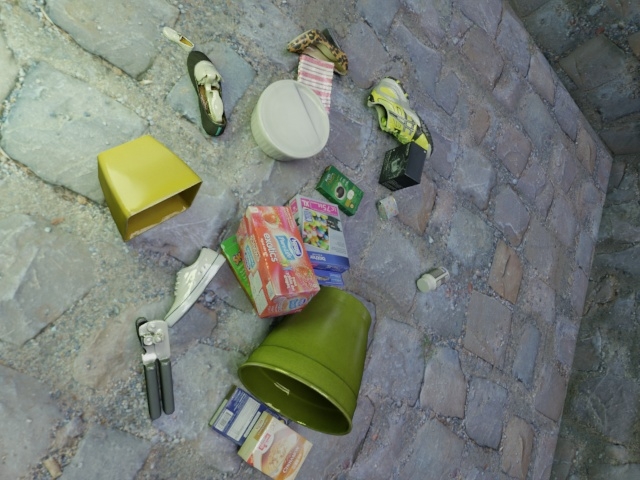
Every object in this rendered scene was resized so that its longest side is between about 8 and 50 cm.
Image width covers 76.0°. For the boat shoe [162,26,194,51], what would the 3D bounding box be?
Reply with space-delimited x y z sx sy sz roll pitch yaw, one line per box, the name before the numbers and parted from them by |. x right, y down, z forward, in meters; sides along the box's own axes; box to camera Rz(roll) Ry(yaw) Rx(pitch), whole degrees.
boat shoe | -0.438 -0.627 1.268 0.100 0.035 0.035 34 67 -26

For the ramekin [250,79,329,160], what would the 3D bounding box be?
ramekin | -0.112 -0.397 1.404 0.273 0.127 0.272 4 82 -33

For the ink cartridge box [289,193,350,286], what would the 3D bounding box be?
ink cartridge box | 0.000 0.000 1.407 0.186 0.065 0.310 11 59 -35

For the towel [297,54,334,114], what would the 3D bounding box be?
towel | -0.019 -0.571 1.519 0.144 0.029 0.196 0 100 -32

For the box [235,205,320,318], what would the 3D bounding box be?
box | -0.136 0.059 1.213 0.142 0.154 0.299 -3 57 -32

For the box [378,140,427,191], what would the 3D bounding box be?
box | 0.336 -0.301 1.674 0.093 0.158 0.155 25 71 -29

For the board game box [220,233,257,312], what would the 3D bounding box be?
board game box | -0.217 0.095 1.332 0.124 0.039 0.259 -35 105 -32

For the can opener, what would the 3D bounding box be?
can opener | -0.449 0.346 1.126 0.074 0.093 0.280 -9 98 -32

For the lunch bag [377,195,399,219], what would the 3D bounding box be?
lunch bag | 0.274 -0.135 1.678 0.071 0.053 0.083 -30 111 -30

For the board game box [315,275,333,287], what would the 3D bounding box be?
board game box | -0.050 0.133 1.399 0.154 0.103 0.026 21 73 -31

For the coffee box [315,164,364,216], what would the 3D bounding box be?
coffee box | 0.076 -0.188 1.558 0.184 0.040 0.113 36 66 -26

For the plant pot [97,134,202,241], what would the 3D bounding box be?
plant pot | -0.476 -0.151 1.097 0.212 0.212 0.187 -36 92 -31

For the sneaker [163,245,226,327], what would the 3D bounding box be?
sneaker | -0.385 0.131 1.196 0.091 0.094 0.258 35 61 -6

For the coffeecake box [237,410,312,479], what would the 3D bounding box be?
coffeecake box | -0.136 0.643 1.263 0.185 0.068 0.142 45 64 -24

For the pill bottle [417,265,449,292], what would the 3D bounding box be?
pill bottle | 0.486 0.170 1.768 0.137 0.078 0.078 -22 97 -33

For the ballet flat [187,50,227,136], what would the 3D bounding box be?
ballet flat | -0.340 -0.469 1.278 0.095 0.096 0.280 -16 93 -34

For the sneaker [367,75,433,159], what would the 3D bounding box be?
sneaker | 0.333 -0.488 1.728 0.147 0.145 0.384 -41 106 -8

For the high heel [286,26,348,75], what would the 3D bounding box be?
high heel | -0.001 -0.686 1.534 0.261 0.093 0.186 -37 105 -36

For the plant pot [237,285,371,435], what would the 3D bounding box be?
plant pot | -0.009 0.345 1.285 0.366 0.367 0.352 47 50 -20

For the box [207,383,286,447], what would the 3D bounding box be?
box | -0.221 0.567 1.273 0.225 0.037 0.136 45 63 -23
